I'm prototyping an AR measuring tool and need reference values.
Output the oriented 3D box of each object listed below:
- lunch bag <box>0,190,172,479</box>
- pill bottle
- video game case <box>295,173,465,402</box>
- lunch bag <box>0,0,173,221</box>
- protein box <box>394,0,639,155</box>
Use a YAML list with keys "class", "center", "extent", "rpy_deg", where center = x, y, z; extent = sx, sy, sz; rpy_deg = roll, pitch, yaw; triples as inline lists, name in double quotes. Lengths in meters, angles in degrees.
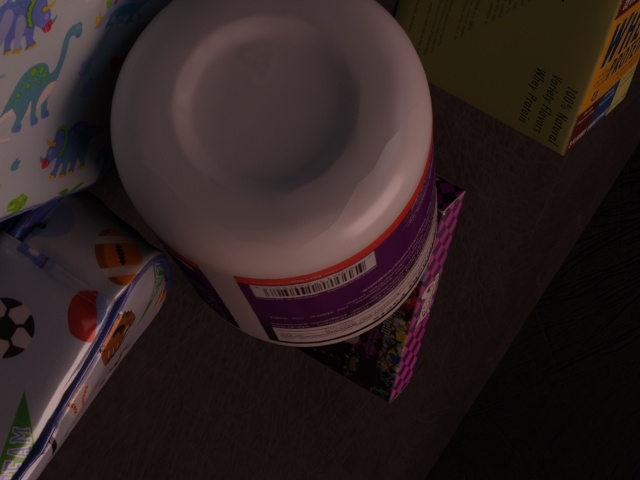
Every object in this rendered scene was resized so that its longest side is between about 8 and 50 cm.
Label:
- class: "lunch bag"
  center: [-0.218, 0.112, 1.074]
  extent: [0.303, 0.115, 0.243]
  rpy_deg: [-54, 180, -11]
- class: "pill bottle"
  center: [-0.017, -0.036, 1.047]
  extent: [0.181, 0.181, 0.323]
  rpy_deg: [-56, 169, -9]
- class: "video game case"
  center: [0.000, 0.000, 1.349]
  extent: [0.042, 0.210, 0.232]
  rpy_deg: [-43, 155, -40]
- class: "lunch bag"
  center: [-0.172, -0.104, 0.928]
  extent: [0.219, 0.090, 0.176]
  rpy_deg: [-30, 147, -56]
- class: "protein box"
  center: [0.196, -0.227, 1.514]
  extent: [0.136, 0.201, 0.200]
  rpy_deg: [-40, 154, -44]
